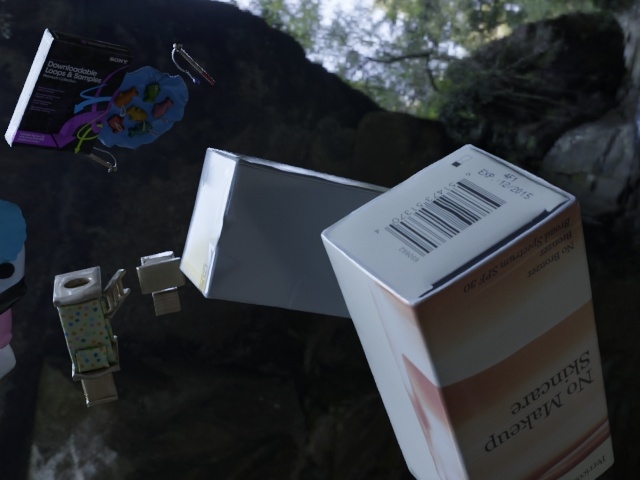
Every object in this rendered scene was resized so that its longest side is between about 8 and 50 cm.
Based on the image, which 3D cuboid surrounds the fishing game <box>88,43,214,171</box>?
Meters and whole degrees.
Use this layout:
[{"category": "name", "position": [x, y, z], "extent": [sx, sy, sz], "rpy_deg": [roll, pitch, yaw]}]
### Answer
[{"category": "fishing game", "position": [-0.311, -0.224, 1.437], "extent": [0.264, 0.041, 0.189], "rpy_deg": [-37, -28, 6]}]

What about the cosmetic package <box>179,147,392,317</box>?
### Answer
[{"category": "cosmetic package", "position": [0.000, 0.000, 0.779], "extent": [0.238, 0.107, 0.127], "rpy_deg": [13, -82, -23]}]

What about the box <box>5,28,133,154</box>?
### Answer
[{"category": "box", "position": [-0.324, -0.187, 1.067], "extent": [0.116, 0.029, 0.162], "rpy_deg": [2, -52, -46]}]

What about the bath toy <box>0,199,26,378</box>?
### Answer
[{"category": "bath toy", "position": [-0.400, 0.094, 0.888], "extent": [0.348, 0.151, 0.129], "rpy_deg": [118, 156, -50]}]

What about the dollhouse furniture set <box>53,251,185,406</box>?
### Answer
[{"category": "dollhouse furniture set", "position": [-0.241, 0.127, 1.064], "extent": [0.161, 0.101, 0.182], "rpy_deg": [-13, -69, -12]}]

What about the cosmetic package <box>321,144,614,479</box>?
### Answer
[{"category": "cosmetic package", "position": [0.130, 0.094, 0.672], "extent": [0.153, 0.129, 0.296], "rpy_deg": [-33, -53, -14]}]
